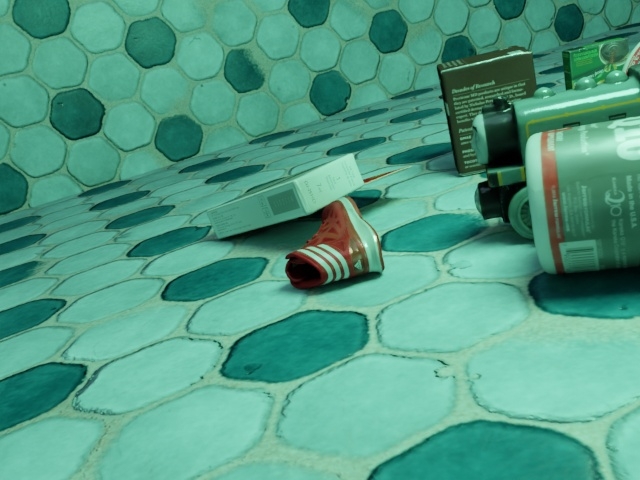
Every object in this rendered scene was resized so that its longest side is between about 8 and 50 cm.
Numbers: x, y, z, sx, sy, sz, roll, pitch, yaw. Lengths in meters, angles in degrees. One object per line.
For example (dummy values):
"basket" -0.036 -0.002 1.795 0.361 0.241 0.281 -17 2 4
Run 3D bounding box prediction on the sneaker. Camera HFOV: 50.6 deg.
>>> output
"sneaker" 0.000 0.000 0.969 0.127 0.087 0.221 -16 16 -9

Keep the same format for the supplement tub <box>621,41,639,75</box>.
"supplement tub" 0.619 -0.245 1.065 0.191 0.191 0.272 -14 16 1

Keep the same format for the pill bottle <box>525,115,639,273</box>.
"pill bottle" 0.372 -0.056 0.712 0.283 0.161 0.161 -7 18 23

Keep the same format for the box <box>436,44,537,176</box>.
"box" 0.327 -0.253 1.309 0.166 0.203 0.168 -11 16 11

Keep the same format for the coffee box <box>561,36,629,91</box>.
"coffee box" 0.511 -0.268 1.240 0.113 0.184 0.040 -13 20 0

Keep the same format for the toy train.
"toy train" 0.361 -0.119 0.873 0.333 0.190 0.142 -9 17 16

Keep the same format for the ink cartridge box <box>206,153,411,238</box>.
"ink cartridge box" -0.026 -0.094 1.230 0.261 0.066 0.296 -28 10 -37
